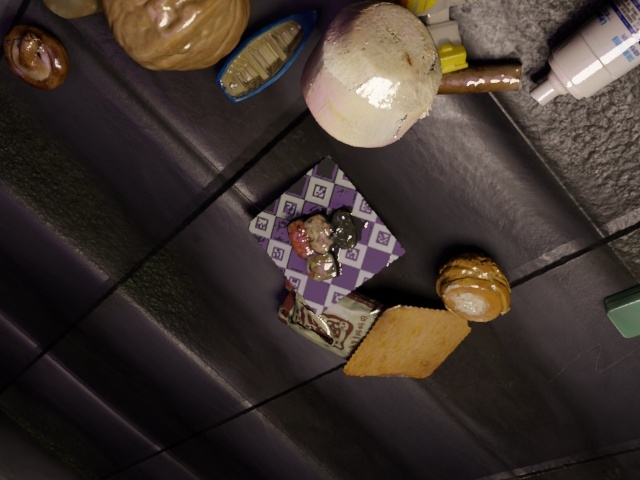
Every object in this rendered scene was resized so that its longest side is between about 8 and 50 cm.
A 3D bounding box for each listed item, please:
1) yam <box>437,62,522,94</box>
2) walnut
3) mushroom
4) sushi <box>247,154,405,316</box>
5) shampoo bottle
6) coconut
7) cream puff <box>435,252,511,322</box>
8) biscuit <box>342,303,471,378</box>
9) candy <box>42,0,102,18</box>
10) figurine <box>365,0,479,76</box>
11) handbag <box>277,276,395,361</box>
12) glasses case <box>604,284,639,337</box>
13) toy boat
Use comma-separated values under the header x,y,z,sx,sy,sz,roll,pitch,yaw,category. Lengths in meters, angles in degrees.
x,y,z,sx,sy,sz,roll,pitch,yaw,category
0.175,-0.250,0.837,0.264,0.046,0.046,3,124,17,yam
-0.215,-0.369,0.805,0.228,0.228,0.228,10,126,14,walnut
-0.540,-0.345,1.015,0.127,0.087,0.127,9,121,15,mushroom
0.000,0.000,0.998,0.220,0.047,0.231,-38,90,17,sushi
0.413,-0.281,0.698,0.092,0.092,0.303,43,127,-11,shampoo bottle
0.061,-0.201,0.688,0.171,0.171,0.183,33,157,-3,coconut
0.281,0.080,0.986,0.126,0.103,0.144,-21,129,38,cream puff
0.186,0.216,1.104,0.232,0.013,0.237,9,131,-24,biscuit
-0.381,-0.479,0.854,0.102,0.104,0.234,21,128,-1,candy
0.117,-0.374,0.713,0.308,0.143,0.308,-1,126,-1,figurine
0.027,0.156,1.123,0.235,0.127,0.213,28,138,14,handbag
0.598,0.104,0.924,0.184,0.039,0.078,-32,108,34,glasses case
-0.083,-0.313,0.891,0.229,0.046,0.080,-30,108,33,toy boat
